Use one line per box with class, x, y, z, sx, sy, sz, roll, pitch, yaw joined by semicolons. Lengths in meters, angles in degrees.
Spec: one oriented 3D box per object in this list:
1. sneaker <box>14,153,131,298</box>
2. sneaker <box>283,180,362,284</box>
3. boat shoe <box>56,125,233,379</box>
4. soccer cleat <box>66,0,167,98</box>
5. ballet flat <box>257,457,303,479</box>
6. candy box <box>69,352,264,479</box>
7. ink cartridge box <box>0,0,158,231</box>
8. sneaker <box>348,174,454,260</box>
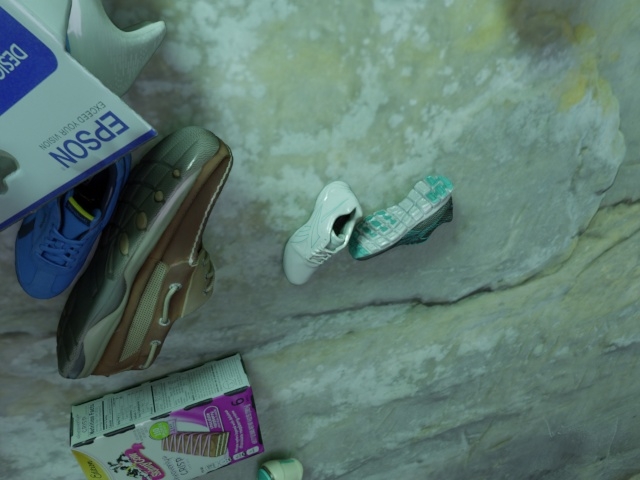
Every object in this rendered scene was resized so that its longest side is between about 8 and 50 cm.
sneaker;-0.251;-0.015;0.483;0.069;0.082;0.209;24;110;-30
sneaker;0.000;0.000;0.625;0.053;0.061;0.152;16;114;-34
boat shoe;-0.175;0.025;0.532;0.116;0.123;0.324;19;120;-37
soccer cleat;-0.245;-0.241;0.336;0.143;0.116;0.331;-42;134;-7
ballet flat;-0.077;0.491;0.899;0.086;0.086;0.249;-1;120;-24
candy box;-0.207;0.270;0.695;0.233;0.071;0.159;-15;126;-15
ink cartridge box;-0.308;-0.128;0.306;0.303;0.072;0.307;-19;138;29
sneaker;0.117;-0.014;0.671;0.166;0.065;0.076;-32;132;-1
